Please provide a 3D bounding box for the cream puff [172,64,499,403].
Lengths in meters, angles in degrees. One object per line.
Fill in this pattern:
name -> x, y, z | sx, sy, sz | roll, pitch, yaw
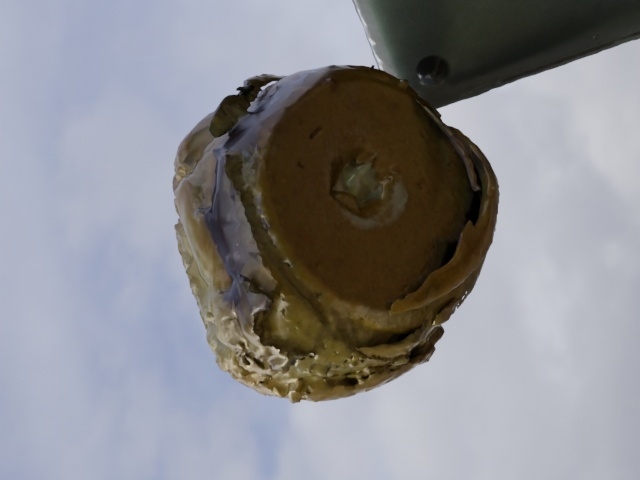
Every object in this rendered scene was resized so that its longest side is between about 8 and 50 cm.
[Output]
cream puff -> 0.000, 0.000, 0.713 | 0.119, 0.104, 0.133 | 19, -112, -21

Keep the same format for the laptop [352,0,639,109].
laptop -> 0.126, -0.168, 0.731 | 0.015, 0.269, 0.187 | -96, -15, -60
